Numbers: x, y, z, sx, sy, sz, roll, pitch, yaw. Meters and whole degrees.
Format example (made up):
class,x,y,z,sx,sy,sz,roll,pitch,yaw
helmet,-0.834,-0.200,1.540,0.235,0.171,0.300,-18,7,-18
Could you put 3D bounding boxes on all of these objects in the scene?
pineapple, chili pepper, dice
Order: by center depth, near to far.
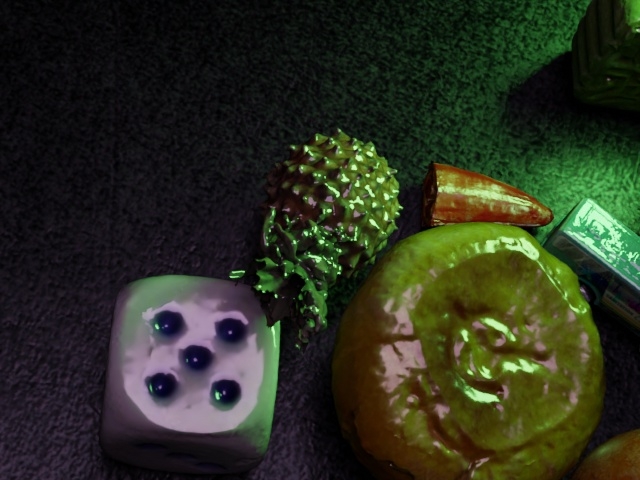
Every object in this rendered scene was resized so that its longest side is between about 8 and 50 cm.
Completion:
class,x,y,z,sx,sy,sz,roll,pitch,yaw
dice,-0.148,0.155,1.807,0.192,0.193,0.194,5,67,-8
pineapple,0.000,0.000,1.823,0.175,0.175,0.361,17,29,-2
chili pepper,0.215,-0.043,2.012,0.169,0.065,0.088,9,69,-9

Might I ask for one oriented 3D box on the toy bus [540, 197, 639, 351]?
class,x,y,z,sx,sy,sz,roll,pitch,yaw
toy bus,0.394,0.062,1.976,0.262,0.109,0.091,37,62,5

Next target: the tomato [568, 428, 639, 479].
class,x,y,z,sx,sy,sz,roll,pitch,yaw
tomato,0.379,0.317,1.828,0.208,0.184,0.208,0,89,-21

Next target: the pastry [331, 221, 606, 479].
class,x,y,z,sx,sy,sz,roll,pitch,yaw
pastry,0.171,0.150,1.849,0.356,0.164,0.356,2,83,-19

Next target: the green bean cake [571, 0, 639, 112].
class,x,y,z,sx,sy,sz,roll,pitch,yaw
green bean cake,0.459,-0.248,2.041,0.248,0.222,0.125,5,65,-9
